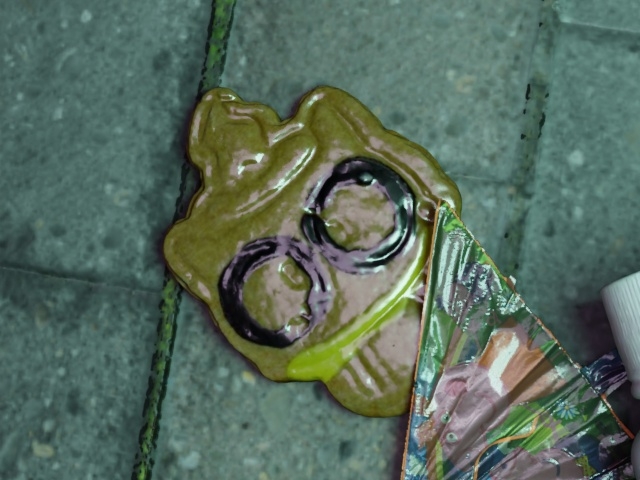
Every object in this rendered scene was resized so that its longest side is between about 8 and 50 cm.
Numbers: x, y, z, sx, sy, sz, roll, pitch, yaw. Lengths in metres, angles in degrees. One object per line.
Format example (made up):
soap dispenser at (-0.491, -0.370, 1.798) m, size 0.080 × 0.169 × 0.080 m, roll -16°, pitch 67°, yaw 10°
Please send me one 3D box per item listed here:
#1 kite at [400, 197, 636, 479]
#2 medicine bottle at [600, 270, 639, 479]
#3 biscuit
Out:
kite at (0.139, 0.133, 1.198) m, size 0.234 × 0.016 × 0.321 m, roll -39°, pitch 87°, yaw 5°
medicine bottle at (0.326, 0.183, 1.079) m, size 0.213 × 0.213 × 0.379 m, roll -18°, pitch 83°, yaw 8°
biscuit at (0.000, 0.000, 1.242) m, size 0.208 × 0.041 × 0.290 m, roll -42°, pitch 80°, yaw 4°
